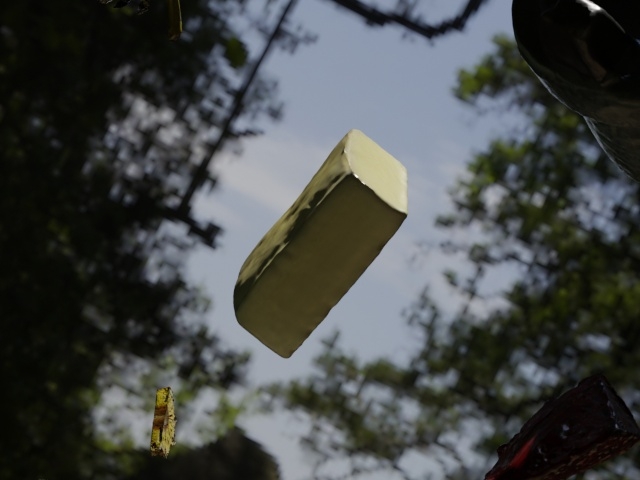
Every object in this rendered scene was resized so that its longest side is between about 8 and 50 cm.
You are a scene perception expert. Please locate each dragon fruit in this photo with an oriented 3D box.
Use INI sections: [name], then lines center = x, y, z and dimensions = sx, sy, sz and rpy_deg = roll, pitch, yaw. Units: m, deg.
[dragon fruit]
center = 0.173, 0.151, 1.235
dimensions = 0.063, 0.131, 0.097
rpy_deg = 64, 8, 19

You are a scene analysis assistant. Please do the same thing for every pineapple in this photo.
[pineapple]
center = -0.162, 0.193, 1.662
dimensions = 0.019, 0.083, 0.045
rpy_deg = -5, -40, 9

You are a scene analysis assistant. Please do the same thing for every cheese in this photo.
[cheese]
center = 0.000, 0.000, 2.221
dimensions = 0.124, 0.265, 0.242
rpy_deg = 38, 16, -6

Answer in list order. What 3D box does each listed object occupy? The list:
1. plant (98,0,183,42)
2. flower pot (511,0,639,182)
[plant]
center = -0.150, -0.248, 1.483
dimensions = 0.122, 0.116, 0.104
rpy_deg = 52, -27, -19
[flower pot]
center = 0.331, -0.224, 1.493
dimensions = 0.299, 0.299, 0.283
rpy_deg = 21, -14, 39
